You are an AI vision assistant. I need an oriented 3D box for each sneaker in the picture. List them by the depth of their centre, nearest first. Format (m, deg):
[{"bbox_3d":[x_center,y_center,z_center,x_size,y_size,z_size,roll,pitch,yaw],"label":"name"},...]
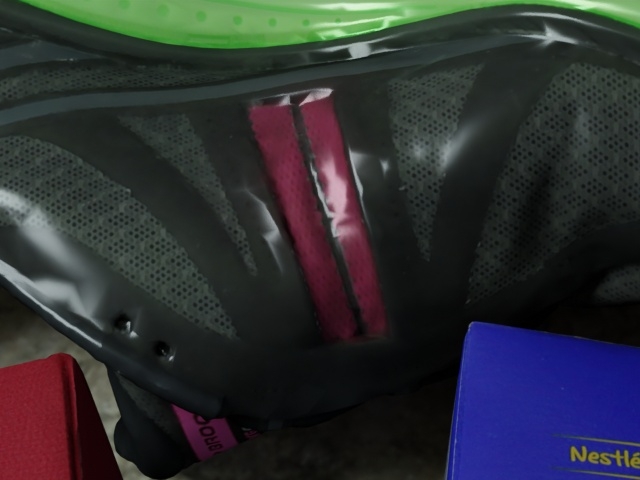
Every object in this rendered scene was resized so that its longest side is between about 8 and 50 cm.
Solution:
[{"bbox_3d":[0.000,0.000,0.710,0.482,0.185,0.202,7,78,13],"label":"sneaker"}]

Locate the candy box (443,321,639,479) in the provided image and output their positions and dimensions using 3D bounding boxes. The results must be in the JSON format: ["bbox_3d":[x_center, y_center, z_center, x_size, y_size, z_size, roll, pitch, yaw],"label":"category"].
[{"bbox_3d":[0.156,0.174,0.506,0.268,0.122,0.317,9,35,3],"label":"candy box"}]

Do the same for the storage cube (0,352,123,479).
[{"bbox_3d":[-0.139,0.174,0.574,0.183,0.215,0.193,-10,52,0],"label":"storage cube"}]
